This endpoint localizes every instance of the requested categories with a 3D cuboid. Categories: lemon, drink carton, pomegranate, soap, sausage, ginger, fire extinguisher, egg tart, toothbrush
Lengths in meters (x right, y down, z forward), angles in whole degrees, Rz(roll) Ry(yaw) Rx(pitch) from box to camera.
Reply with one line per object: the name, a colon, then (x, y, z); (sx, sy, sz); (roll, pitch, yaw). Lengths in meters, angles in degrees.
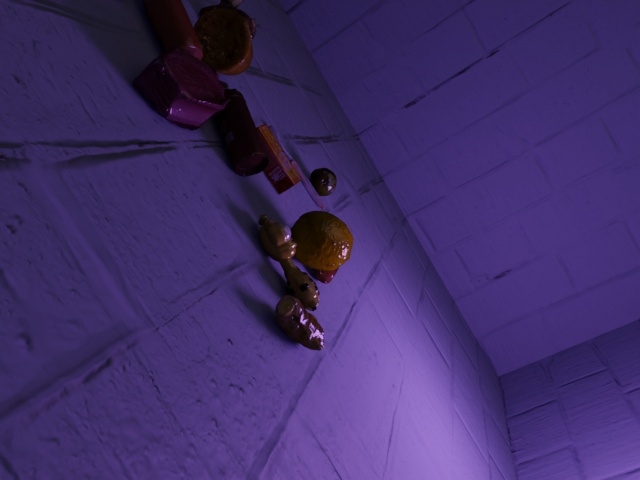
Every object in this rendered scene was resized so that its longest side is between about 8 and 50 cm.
lemon: (0.003, 0.001, 1.483); (0.193, 0.181, 0.180); (21, 18, 7)
drink carton: (-0.158, -0.268, 1.640); (0.223, 0.071, 0.096); (58, 19, -10)
pomegranate: (0.006, -0.231, 1.968); (0.115, 0.114, 0.142); (57, -6, -8)
soap: (-0.350, -0.386, 1.268); (0.182, 0.112, 0.289); (60, 20, 9)
sausage: (-0.427, -0.622, 1.414); (0.259, 0.113, 0.113); (65, 19, 9)
ginger: (-0.047, 0.212, 1.214); (0.205, 0.081, 0.115); (43, 38, -56)
sausage: (0.024, 0.092, 1.587); (0.065, 0.065, 0.169); (58, 19, -8)
fire extinguisher: (-0.270, -0.353, 1.455); (0.147, 0.106, 0.337); (-5, 63, -42)
egg tart: (-0.304, -0.637, 1.630); (0.203, 0.202, 0.147); (61, 10, 1)
toothbrush: (-0.089, -0.274, 1.891); (0.375, 0.028, 0.037); (56, 12, -10)

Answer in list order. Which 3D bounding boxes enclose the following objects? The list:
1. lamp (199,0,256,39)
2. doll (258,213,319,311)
lamp: (-0.319, -0.805, 1.842); (0.215, 0.151, 0.223); (-50, 126, -27)
doll: (-0.085, 0.060, 1.331); (0.291, 0.086, 0.117); (61, -21, 8)
